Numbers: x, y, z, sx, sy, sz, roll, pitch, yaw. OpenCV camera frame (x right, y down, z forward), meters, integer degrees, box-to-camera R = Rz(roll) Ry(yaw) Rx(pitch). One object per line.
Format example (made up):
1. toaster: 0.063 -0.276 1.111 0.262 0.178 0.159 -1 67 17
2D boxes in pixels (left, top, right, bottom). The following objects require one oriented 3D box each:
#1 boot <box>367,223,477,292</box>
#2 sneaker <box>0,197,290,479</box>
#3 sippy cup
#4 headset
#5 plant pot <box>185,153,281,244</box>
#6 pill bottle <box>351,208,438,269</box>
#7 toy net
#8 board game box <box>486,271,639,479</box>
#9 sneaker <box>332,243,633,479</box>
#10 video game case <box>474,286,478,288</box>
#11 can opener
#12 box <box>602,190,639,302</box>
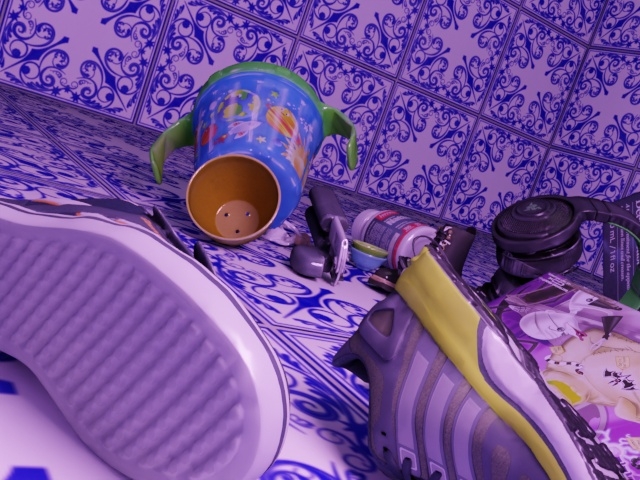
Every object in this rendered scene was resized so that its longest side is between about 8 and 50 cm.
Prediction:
1. boot: 0.166 0.026 1.247 0.077 0.137 0.198 26 11 41
2. sneaker: -0.120 0.040 0.483 0.321 0.126 0.127 23 14 34
3. sippy cup: -0.110 -0.140 1.275 0.240 0.305 0.224 41 30 -29
4. headset: 0.310 0.061 1.143 0.394 0.243 0.185 5 28 -2
5. plant pot: -0.124 -0.046 1.138 0.134 0.134 0.095 21 -20 6
6. pill bottle: 0.140 0.001 1.469 0.108 0.108 0.180 14 9 -36
7. toy net: 0.000 0.000 1.357 0.232 0.045 0.122 17 9 -14
8. board game box: 0.223 0.134 0.587 0.208 0.056 0.347 -27 29 -20
9. sneaker: 0.104 0.135 0.489 0.111 0.121 0.300 39 13 -37
10. video game case: 0.391 0.147 1.387 0.227 0.026 0.206 19 8 3
11. can opener: -0.007 -0.017 1.210 0.095 0.076 0.283 7 21 -12
12. box: 0.695 0.045 1.306 0.212 0.293 0.395 17 -22 -23
